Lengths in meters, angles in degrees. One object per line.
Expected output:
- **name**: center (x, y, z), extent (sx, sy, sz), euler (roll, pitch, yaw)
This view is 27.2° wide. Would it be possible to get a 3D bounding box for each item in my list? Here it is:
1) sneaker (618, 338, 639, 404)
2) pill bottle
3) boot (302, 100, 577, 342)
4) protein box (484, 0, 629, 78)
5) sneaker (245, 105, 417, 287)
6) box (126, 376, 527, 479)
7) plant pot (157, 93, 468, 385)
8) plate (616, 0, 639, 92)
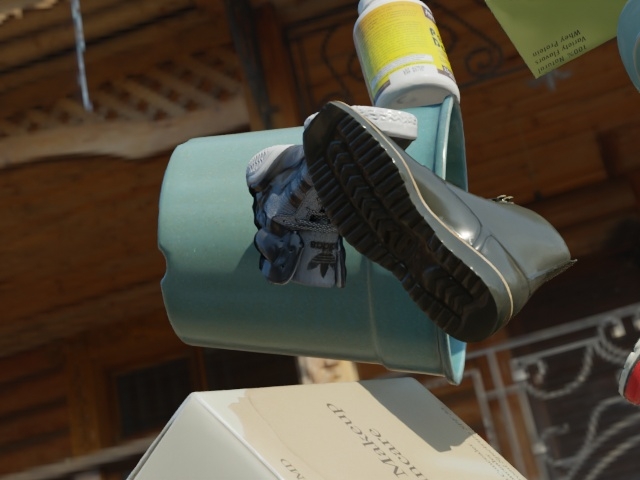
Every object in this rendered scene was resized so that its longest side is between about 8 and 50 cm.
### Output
- **sneaker**: center (0.500, 0.132, 1.628), extent (0.279, 0.118, 0.107), euler (-29, -39, -2)
- **pill bottle**: center (0.113, -0.253, 1.821), extent (0.117, 0.215, 0.117), euler (-9, -37, -6)
- **boot**: center (0.087, -0.026, 0.959), extent (0.137, 0.198, 0.077), euler (-26, -14, -49)
- **protein box**: center (0.283, -0.331, 1.539), extent (0.200, 0.136, 0.201), euler (-28, -34, 15)
- **sneaker**: center (0.013, -0.033, 1.301), extent (0.101, 0.153, 0.268), euler (5, -14, -29)
- **box**: center (0.012, 0.183, 0.881), extent (0.121, 0.148, 0.311), euler (-55, -24, 14)
- **plant pot**: center (0.000, 0.000, 1.580), extent (0.334, 0.341, 0.341), euler (0, -24, 12)
- **plate**: center (0.364, -0.164, 1.282), extent (0.024, 0.188, 0.188), euler (-45, -14, -26)
